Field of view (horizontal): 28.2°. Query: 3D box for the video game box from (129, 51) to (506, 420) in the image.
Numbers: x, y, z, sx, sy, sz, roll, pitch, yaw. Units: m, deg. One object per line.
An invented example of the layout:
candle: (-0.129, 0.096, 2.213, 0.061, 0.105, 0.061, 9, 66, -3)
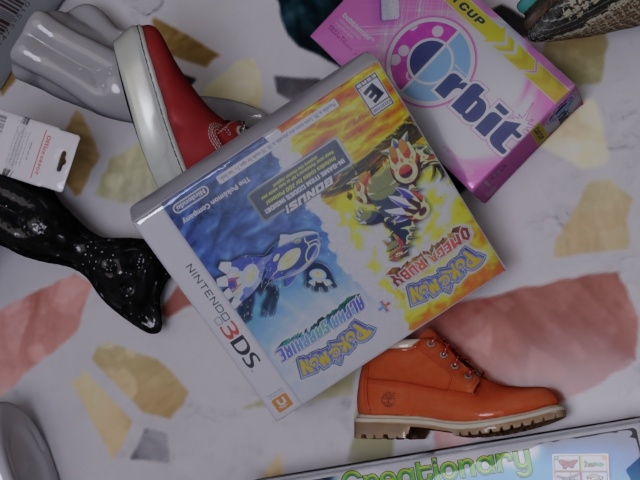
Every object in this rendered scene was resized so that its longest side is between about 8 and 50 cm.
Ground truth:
video game box: (0.000, 0.000, 0.908, 0.205, 0.048, 0.187, -34, 111, 1)

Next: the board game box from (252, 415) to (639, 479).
board game box: (0.103, 0.247, 0.921, 0.305, 0.053, 0.193, -12, 81, 15)

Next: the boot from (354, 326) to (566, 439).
boot: (0.101, 0.105, 0.939, 0.158, 0.059, 0.085, -2, 78, 18)

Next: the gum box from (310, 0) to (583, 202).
gum box: (0.091, -0.133, 0.965, 0.107, 0.062, 0.188, -46, 74, 7)

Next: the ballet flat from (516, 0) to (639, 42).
ballet flat: (0.345, -0.295, 0.873, 0.182, 0.164, 0.483, 36, 93, -3)

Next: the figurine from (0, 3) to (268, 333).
figurine: (-0.170, -0.061, 1.031, 0.209, 0.092, 0.215, 30, 92, 10)

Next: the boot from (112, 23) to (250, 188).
boot: (-0.039, -0.069, 0.948, 0.176, 0.088, 0.244, -24, 105, -1)

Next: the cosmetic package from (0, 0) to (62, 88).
cosmetic package: (-0.407, -0.296, 1.088, 0.385, 0.156, 0.217, 39, 95, 18)

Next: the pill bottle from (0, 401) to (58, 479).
pill bottle: (-0.312, 0.211, 1.008, 0.186, 0.112, 0.112, -22, 78, 5)

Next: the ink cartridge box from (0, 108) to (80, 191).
ink cartridge box: (-0.227, -0.070, 0.983, 0.083, 0.028, 0.048, 18, 90, 6)
